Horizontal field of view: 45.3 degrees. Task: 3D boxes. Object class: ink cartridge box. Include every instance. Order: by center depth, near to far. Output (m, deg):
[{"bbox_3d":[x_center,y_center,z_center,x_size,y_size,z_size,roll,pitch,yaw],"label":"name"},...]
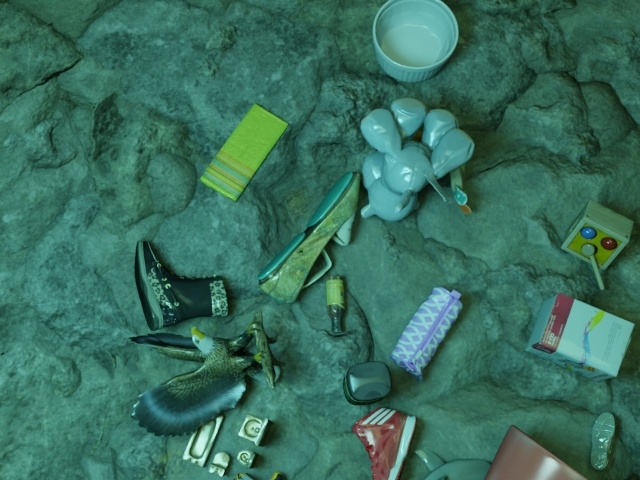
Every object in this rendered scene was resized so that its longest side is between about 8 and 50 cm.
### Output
[{"bbox_3d":[0.563,0.212,1.672,0.176,0.128,0.127,23,76,6],"label":"ink cartridge box"}]

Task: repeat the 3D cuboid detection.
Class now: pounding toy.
[{"bbox_3d":[0.624,0.011,1.734,0.130,0.141,0.100,29,48,7],"label":"pounding toy"}]

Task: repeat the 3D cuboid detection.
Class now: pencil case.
[{"bbox_3d":[0.235,0.201,1.694,0.086,0.088,0.206,31,76,6],"label":"pencil case"}]

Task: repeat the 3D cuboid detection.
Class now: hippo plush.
[{"bbox_3d":[0.207,-0.149,1.719,0.234,0.236,0.294,-11,63,-14],"label":"hippo plush"}]

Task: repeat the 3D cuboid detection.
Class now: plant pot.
[{"bbox_3d":[0.425,0.544,1.524,0.275,0.275,0.243,36,88,9],"label":"plant pot"}]

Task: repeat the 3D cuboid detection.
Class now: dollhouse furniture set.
[{"bbox_3d":[-0.201,0.419,1.611,0.151,0.123,0.144,20,75,5],"label":"dollhouse furniture set"}]

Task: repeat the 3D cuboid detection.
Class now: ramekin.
[{"bbox_3d":[0.227,-0.487,1.874,0.207,0.109,0.207,0,75,0],"label":"ramekin"}]

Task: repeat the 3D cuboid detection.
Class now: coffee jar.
[{"bbox_3d":[0.098,0.302,1.614,0.096,0.184,0.079,-10,75,-3],"label":"coffee jar"}]

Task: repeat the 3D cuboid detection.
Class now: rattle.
[{"bbox_3d":[0.278,-0.162,1.790,0.143,0.130,0.199,1,87,1],"label":"rattle"}]

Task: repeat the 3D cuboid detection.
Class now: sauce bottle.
[{"bbox_3d":[0.035,0.144,1.733,0.042,0.042,0.128,-3,77,-1],"label":"sauce bottle"}]

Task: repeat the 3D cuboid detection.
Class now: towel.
[{"bbox_3d":[-0.182,-0.211,1.842,0.102,0.021,0.237,33,76,2],"label":"towel"}]

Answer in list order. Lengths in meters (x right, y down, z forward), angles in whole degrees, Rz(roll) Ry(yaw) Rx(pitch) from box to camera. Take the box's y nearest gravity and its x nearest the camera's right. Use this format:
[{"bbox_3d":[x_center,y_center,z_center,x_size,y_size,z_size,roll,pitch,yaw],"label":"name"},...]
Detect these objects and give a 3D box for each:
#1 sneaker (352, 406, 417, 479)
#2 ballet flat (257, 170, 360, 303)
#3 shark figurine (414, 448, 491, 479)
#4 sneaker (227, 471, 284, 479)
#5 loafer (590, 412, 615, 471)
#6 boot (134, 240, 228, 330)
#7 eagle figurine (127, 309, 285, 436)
[{"bbox_3d":[0.116,0.462,1.635,0.128,0.087,0.221,18,63,13],"label":"sneaker"},{"bbox_3d":[0.000,0.000,1.745,0.123,0.123,0.348,37,77,9],"label":"ballet flat"},{"bbox_3d":[0.232,0.543,1.588,0.166,0.116,0.278,34,75,10],"label":"shark figurine"},{"bbox_3d":[-0.174,0.527,1.607,0.215,0.084,0.083,3,74,-10],"label":"sneaker"},{"bbox_3d":[0.612,0.437,1.662,0.045,0.039,0.125,5,68,35],"label":"loafer"},{"bbox_3d":[-0.318,0.093,1.727,0.179,0.085,0.236,-6,50,-23],"label":"boot"},{"bbox_3d":[-0.242,0.259,1.619,0.298,0.226,0.225,-24,98,10],"label":"eagle figurine"}]
